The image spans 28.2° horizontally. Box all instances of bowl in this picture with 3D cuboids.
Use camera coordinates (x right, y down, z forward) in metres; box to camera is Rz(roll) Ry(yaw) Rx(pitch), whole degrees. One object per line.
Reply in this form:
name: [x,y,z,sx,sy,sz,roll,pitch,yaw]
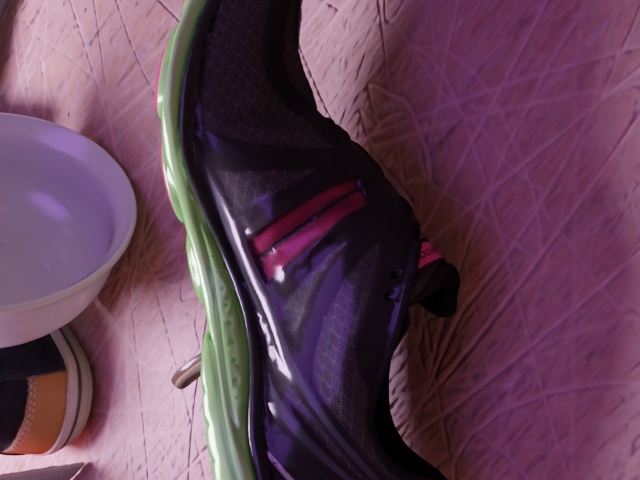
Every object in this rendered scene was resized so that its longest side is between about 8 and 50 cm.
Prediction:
bowl: [-0.335,0.012,1.269,0.298,0.298,0.134,48,143,36]

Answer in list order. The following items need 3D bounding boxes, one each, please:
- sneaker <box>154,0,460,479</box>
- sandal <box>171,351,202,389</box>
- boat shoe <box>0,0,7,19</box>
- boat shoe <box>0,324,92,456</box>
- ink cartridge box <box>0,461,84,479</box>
sneaker: [0.000,0.000,0.973,0.202,0.185,0.482,-10,91,9]
sandal: [-0.066,0.104,1.117,0.180,0.072,0.049,-27,91,38]
boat shoe: [-0.423,-0.227,1.469,0.076,0.083,0.226,24,98,4]
boat shoe: [-0.432,0.060,1.431,0.500,0.156,0.186,44,121,39]
ink cartridge box: [-0.481,0.298,1.360,0.385,0.308,0.091,-40,62,38]
